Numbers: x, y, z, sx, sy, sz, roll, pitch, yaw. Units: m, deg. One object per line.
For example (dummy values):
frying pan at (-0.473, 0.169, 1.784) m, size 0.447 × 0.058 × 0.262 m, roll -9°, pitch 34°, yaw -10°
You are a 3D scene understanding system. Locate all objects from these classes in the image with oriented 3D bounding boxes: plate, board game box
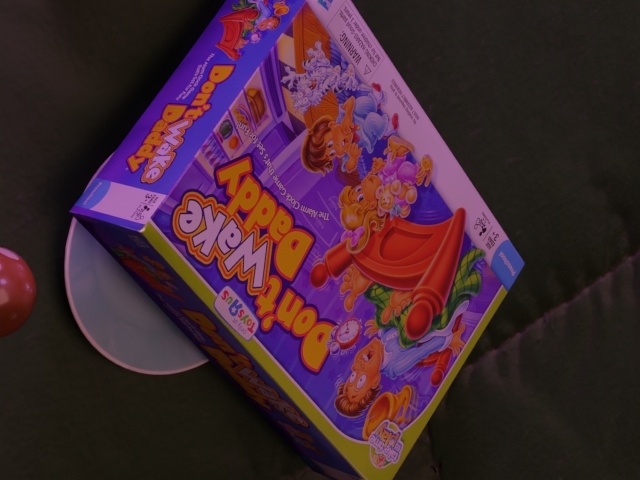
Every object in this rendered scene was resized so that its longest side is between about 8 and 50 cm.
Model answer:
plate at (-0.108, 0.005, 1.185) m, size 0.188 × 0.024 × 0.188 m, roll -11°, pitch 108°, yaw -36°
board game box at (0.000, 0.000, 1.205) m, size 0.233 × 0.078 × 0.347 m, roll -56°, pitch 134°, yaw -19°

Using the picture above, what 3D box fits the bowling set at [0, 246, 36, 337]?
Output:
bowling set at (-0.278, 0.043, 0.942) m, size 0.200 × 0.154 × 0.287 m, roll -23°, pitch 140°, yaw -25°
